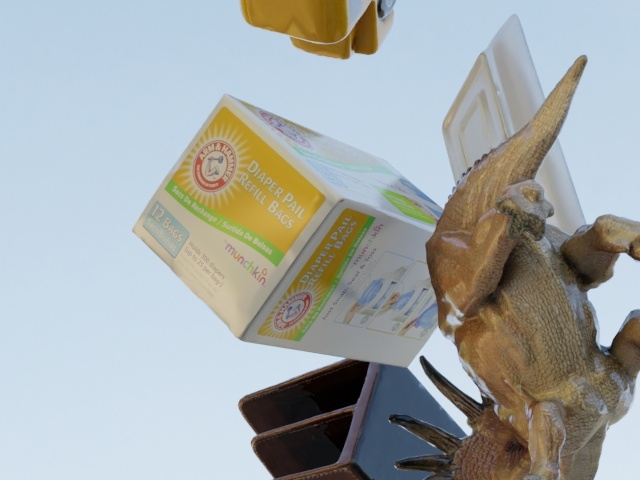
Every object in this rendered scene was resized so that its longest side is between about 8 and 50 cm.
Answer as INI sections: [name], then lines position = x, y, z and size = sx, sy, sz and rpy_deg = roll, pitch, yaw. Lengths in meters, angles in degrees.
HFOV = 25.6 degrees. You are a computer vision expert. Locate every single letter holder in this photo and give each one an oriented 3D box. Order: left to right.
[letter holder]
position = 0.053, 0.279, 1.407
size = 0.214, 0.152, 0.302
rpy_deg = -22, -58, 34

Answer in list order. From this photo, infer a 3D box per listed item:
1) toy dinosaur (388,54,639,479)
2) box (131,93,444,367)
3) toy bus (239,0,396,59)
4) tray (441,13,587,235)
[toy dinosaur]
position = 0.111, 0.052, 0.807
size = 0.127, 0.200, 0.295
rpy_deg = -10, -88, -22
[box]
position = 0.000, 0.000, 0.880
size = 0.114, 0.203, 0.103
rpy_deg = 42, -76, 29
[toy bus]
position = -0.007, -0.282, 1.162
size = 0.108, 0.130, 0.332
rpy_deg = 16, -38, 17
[tray]
position = 0.147, -0.049, 1.147
size = 0.030, 0.270, 0.145
rpy_deg = 8, -44, -19
